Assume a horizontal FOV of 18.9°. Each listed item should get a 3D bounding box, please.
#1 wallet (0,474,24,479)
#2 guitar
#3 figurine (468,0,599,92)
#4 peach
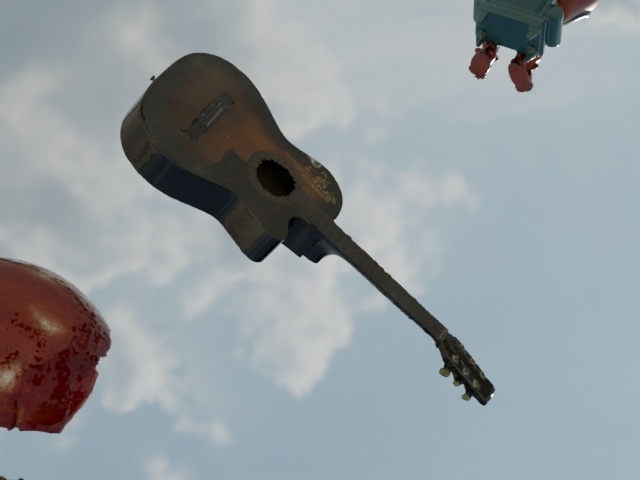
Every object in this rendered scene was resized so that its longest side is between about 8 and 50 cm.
[{"bbox_3d":[-0.035,0.224,0.833,0.044,0.317,0.169,-23,-129,34],"label":"wallet"},{"bbox_3d":[0.000,0.000,0.959,0.025,0.233,0.088,-44,-175,39],"label":"guitar"},{"bbox_3d":[0.158,-0.176,1.377,0.068,0.075,0.140,22,-129,21],"label":"figurine"},{"bbox_3d":[-0.219,0.070,1.325,0.151,0.118,0.151,13,-130,-16],"label":"peach"}]
